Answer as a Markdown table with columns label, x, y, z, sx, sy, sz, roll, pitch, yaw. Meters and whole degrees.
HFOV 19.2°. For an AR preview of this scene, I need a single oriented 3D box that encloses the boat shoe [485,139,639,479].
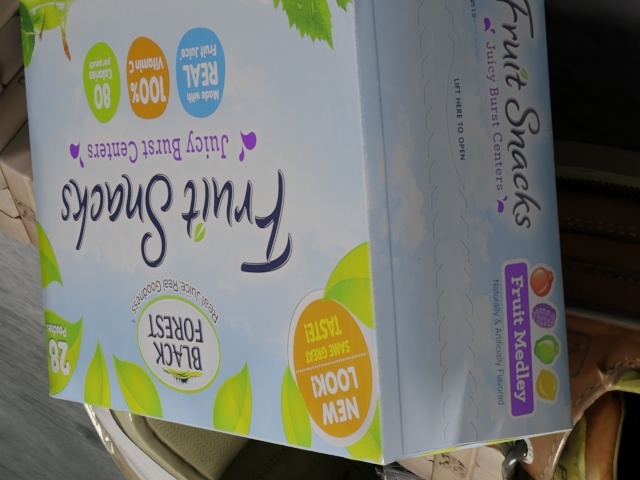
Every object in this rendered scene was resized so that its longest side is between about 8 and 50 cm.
| label | x | y | z | sx | sy | sz | roll | pitch | yaw |
| --- | --- | --- | --- | --- | --- | --- | --- | --- | --- |
| boat shoe | 0.089 | 0.038 | 0.563 | 0.307 | 0.104 | 0.111 | -6 | 141 | 45 |

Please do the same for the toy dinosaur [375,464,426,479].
| label | x | y | z | sx | sy | sz | roll | pitch | yaw |
| --- | --- | --- | --- | --- | --- | --- | --- | --- | --- |
| toy dinosaur | 0.074 | 0.245 | 1.080 | 0.322 | 0.218 | 0.164 | 22 | -168 | 8 |

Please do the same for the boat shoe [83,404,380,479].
| label | x | y | z | sx | sy | sz | roll | pitch | yaw |
| --- | --- | --- | --- | --- | --- | --- | --- | --- | --- |
| boat shoe | -0.048 | 0.138 | 1.145 | 0.103 | 0.113 | 0.302 | 26 | 154 | 48 |

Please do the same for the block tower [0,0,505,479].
| label | x | y | z | sx | sy | sz | roll | pitch | yaw |
| --- | --- | --- | --- | --- | --- | --- | --- | --- | --- |
| block tower | -0.004 | 0.009 | 0.762 | 0.335 | 0.091 | 0.097 | 31 | 160 | 13 |

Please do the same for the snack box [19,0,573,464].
| label | x | y | z | sx | sy | sz | roll | pitch | yaw |
| --- | --- | --- | --- | --- | --- | --- | --- | --- | --- |
| snack box | -0.018 | -0.032 | 0.566 | 0.070 | 0.174 | 0.207 | -6 | -175 | -31 |
